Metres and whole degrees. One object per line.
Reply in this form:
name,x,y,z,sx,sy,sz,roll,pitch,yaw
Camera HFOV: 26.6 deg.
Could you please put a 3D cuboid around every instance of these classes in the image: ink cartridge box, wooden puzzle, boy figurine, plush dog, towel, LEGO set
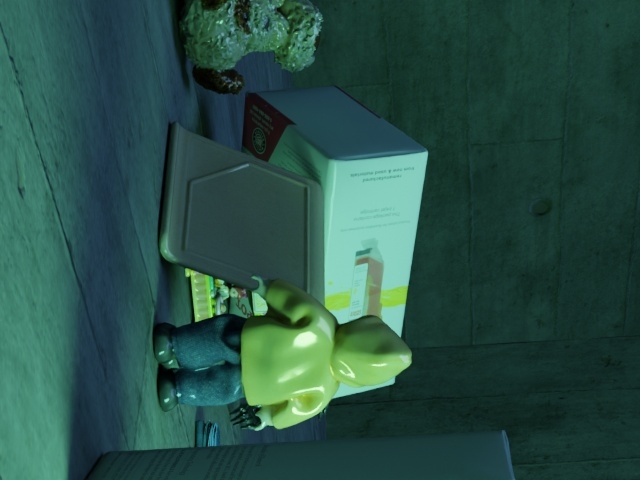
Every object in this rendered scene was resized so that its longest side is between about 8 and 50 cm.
ink cartridge box,0.000,0.000,1.990,0.279,0.160,0.385,41,-48,50
wooden puzzle,-0.095,-0.022,1.684,0.044,0.238,0.221,-44,-148,38
boy figurine,-0.042,0.122,1.517,0.092,0.285,0.177,-61,144,-83
plush dog,-0.119,-0.328,1.845,0.225,0.210,0.262,-61,161,-46
towel,-0.144,0.296,1.746,0.067,0.029,0.119,81,6,-64
LEGO set,-0.112,0.100,1.821,0.132,0.107,0.287,-89,174,-54

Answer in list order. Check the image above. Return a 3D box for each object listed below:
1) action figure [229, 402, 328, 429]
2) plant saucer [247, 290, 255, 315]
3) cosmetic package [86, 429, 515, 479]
action figure,-0.070,0.223,2.188,0.275,0.141,0.164,0,84,-71
plant saucer,-0.075,0.025,1.865,0.241,0.037,0.241,174,-90,-75
cosmetic package,-0.012,0.281,1.151,0.155,0.365,0.197,-70,157,-81
